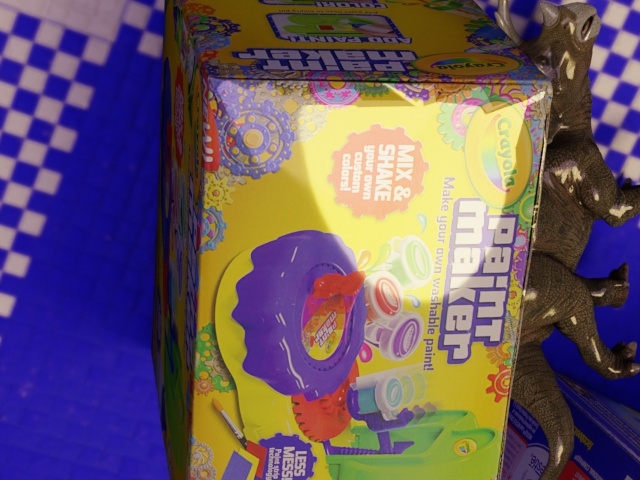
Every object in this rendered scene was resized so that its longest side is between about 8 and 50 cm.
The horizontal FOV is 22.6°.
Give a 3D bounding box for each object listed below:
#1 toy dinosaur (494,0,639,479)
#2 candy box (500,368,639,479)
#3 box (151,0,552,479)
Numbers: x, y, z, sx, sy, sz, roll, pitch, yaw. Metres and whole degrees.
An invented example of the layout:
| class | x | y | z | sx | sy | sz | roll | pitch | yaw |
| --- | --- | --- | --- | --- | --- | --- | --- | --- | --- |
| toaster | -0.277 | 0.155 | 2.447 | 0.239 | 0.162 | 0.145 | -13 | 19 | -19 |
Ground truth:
| class | x | y | z | sx | sy | sz | roll | pitch | yaw |
| --- | --- | --- | --- | --- | --- | --- | --- | --- | --- |
| toy dinosaur | 0.137 | 0.004 | 1.046 | 0.160 | 0.121 | 0.313 | 13 | 93 | -13 |
| candy box | 0.287 | 0.229 | 1.093 | 0.317 | 0.268 | 0.122 | 25 | 98 | -19 |
| box | 0.000 | 0.000 | 0.943 | 0.177 | 0.279 | 0.290 | 0 | 113 | -11 |
